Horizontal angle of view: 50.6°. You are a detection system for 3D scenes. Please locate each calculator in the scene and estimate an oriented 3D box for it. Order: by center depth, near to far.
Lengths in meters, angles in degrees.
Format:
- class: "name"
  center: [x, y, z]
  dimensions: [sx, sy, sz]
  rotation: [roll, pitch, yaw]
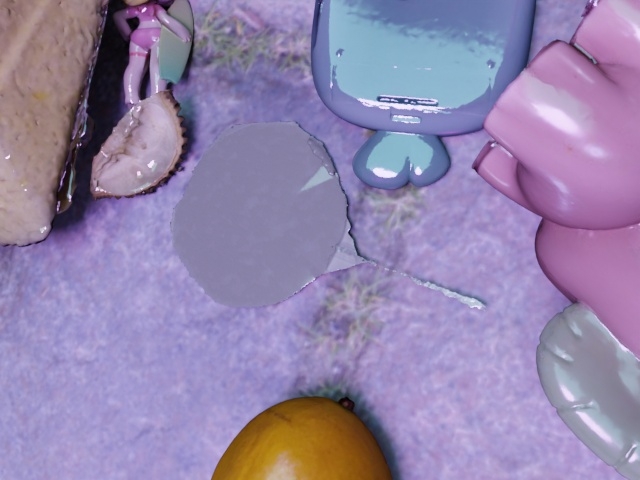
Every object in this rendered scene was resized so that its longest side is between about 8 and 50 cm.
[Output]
- class: "calculator"
  center: [0.085, -0.190, 0.572]
  dimensions: [0.185, 0.041, 0.299]
  rotation: [9, 90, 11]

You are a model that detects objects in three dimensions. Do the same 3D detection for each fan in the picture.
- class: "fan"
  center: [0.000, 0.000, 0.598]
  dimensions: [0.310, 0.010, 0.182]
  rotation: [24, 88, 23]

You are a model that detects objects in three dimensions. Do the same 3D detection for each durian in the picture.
- class: "durian"
  center: [-0.166, -0.082, 0.641]
  dimensions: [0.052, 0.066, 0.130]
  rotation: [44, 105, 22]

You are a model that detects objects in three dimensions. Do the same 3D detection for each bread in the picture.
- class: "bread"
  center: [-0.330, -0.189, 0.695]
  dimensions: [0.345, 0.242, 0.405]
  rotation: [1, 47, 37]

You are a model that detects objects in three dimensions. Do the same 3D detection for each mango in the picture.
- class: "mango"
  center: [-0.013, 0.234, 0.508]
  dimensions: [0.147, 0.109, 0.227]
  rotation: [-1, 78, -7]

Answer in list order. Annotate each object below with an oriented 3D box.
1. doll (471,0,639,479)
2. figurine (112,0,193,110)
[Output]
- class: "doll"
  center: [0.233, -0.004, 0.417]
  dimensions: [0.284, 0.216, 0.268]
  rotation: [-45, 76, 3]
- class: "figurine"
  center: [-0.167, -0.222, 0.667]
  dimensions: [0.083, 0.083, 0.187]
  rotation: [5, 88, 19]
